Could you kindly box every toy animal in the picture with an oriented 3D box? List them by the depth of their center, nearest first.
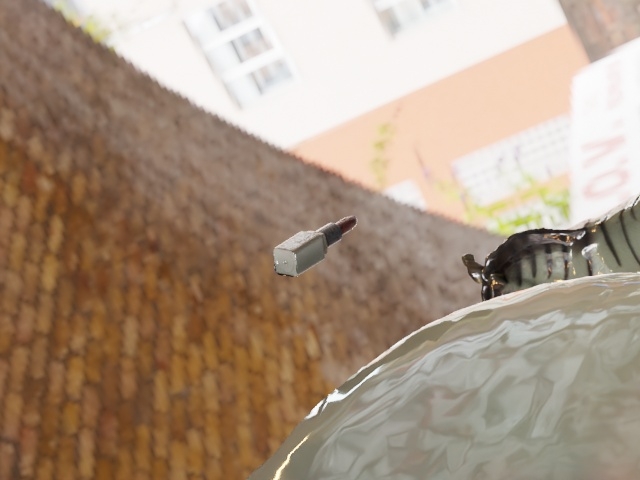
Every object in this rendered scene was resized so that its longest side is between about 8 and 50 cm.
[{"bbox_3d":[0.229,0.002,1.172,0.176,0.217,0.073,17,-129,-31],"label":"toy animal"}]

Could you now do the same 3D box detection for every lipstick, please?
[{"bbox_3d":[0.000,0.000,1.416,0.107,0.025,0.025,-33,-57,-47],"label":"lipstick"}]

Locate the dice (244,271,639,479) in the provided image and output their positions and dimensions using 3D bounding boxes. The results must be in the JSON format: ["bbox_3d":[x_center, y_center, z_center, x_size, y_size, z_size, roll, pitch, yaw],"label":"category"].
[{"bbox_3d":[0.112,0.191,0.510,0.268,0.264,0.263,-44,-46,-22],"label":"dice"}]
